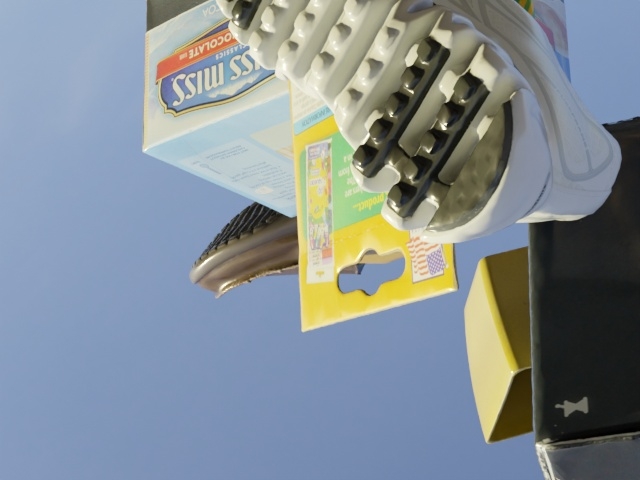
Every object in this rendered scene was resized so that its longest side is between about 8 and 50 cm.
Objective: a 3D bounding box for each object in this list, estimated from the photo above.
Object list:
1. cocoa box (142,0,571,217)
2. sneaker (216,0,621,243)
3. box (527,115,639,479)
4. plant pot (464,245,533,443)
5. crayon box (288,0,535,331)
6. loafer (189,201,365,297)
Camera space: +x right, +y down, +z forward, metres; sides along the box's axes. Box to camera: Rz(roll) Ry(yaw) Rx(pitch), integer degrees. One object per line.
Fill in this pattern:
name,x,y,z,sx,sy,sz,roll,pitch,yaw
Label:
cocoa box,0.030,-0.192,1.285,0.347,0.231,0.227,-17,-116,35
sneaker,0.038,-0.109,0.677,0.118,0.110,0.292,2,-135,-41
box,0.398,0.183,1.365,0.297,0.471,0.480,-13,-146,16
plant pot,0.298,0.117,1.795,0.212,0.212,0.187,-13,-121,-13
crayon box,0.057,-0.109,0.929,0.083,0.322,0.203,3,168,-29
loafer,0.000,0.000,1.636,0.366,0.130,0.134,-24,-163,30
